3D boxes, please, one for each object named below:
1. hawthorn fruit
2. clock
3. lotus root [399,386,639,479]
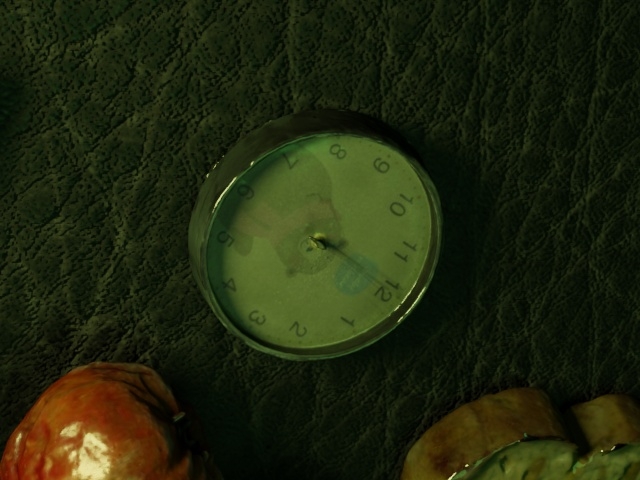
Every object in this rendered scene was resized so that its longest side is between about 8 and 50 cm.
[{"bbox_3d":[-0.240,0.261,1.650,0.271,0.242,0.242,-31,119,12],"label":"hawthorn fruit"},{"bbox_3d":[0.000,0.000,1.693,0.280,0.055,0.281,-6,115,-14],"label":"clock"},{"bbox_3d":[0.262,0.348,1.907,0.390,0.111,0.375,16,109,-27],"label":"lotus root"}]
